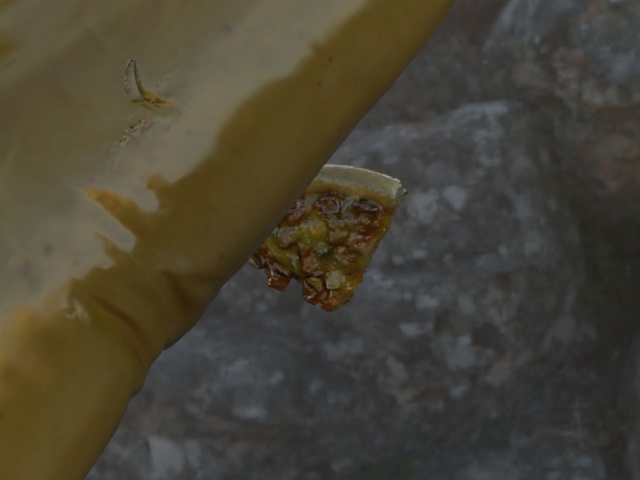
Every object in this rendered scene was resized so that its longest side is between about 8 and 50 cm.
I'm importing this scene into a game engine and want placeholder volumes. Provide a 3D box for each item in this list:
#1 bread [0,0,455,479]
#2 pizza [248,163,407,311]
[{"bbox_3d":[-0.078,-0.032,0.376,0.142,0.091,0.305,31,72,20],"label":"bread"},{"bbox_3d":[0.000,0.000,1.048,0.175,0.134,0.046,-22,12,27],"label":"pizza"}]
